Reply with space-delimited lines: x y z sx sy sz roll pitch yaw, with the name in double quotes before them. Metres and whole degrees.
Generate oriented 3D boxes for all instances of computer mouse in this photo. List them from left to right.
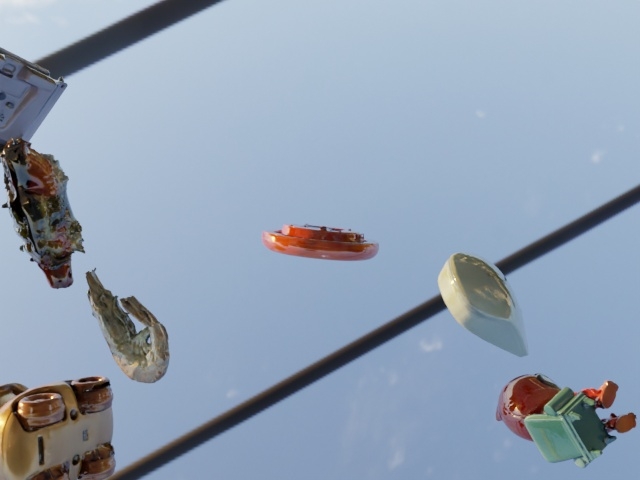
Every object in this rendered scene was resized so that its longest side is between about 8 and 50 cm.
"computer mouse" 0.263 0.093 1.054 0.230 0.079 0.128 28 -143 -44

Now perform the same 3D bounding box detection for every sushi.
"sushi" -0.394 -0.040 0.993 0.097 0.226 0.103 6 -157 36

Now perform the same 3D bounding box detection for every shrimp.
"shrimp" -0.326 0.138 1.179 0.224 0.126 0.047 59 -152 3

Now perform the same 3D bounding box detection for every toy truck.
"toy truck" -0.540 0.378 1.346 0.211 0.205 0.288 -2 -178 23

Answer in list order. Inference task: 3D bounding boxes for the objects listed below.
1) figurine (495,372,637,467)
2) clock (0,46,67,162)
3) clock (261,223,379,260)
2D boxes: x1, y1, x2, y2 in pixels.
"figurine" 0.222 0.169 0.669 0.075 0.068 0.140 -33 -174 -23
"clock" -0.572 -0.240 1.169 0.083 0.186 0.253 45 -167 29
"clock" 0.000 0.000 1.208 0.205 0.051 0.205 6 -176 0
